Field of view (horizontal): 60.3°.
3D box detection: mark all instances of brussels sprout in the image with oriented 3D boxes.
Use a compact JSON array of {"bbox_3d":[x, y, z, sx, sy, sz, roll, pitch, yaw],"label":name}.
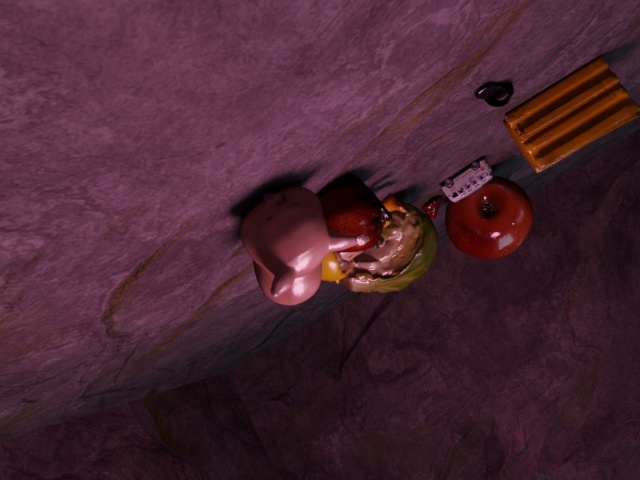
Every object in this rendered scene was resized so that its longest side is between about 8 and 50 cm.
[{"bbox_3d":[0.221,0.038,1.895,0.371,0.276,0.315,-28,164,-3],"label":"brussels sprout"}]

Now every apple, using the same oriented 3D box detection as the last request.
[{"bbox_3d":[0.684,-0.096,2.251,0.348,0.348,0.277,-31,161,7],"label":"apple"}]

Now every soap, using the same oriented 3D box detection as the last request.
[{"bbox_3d":[0.727,-0.360,1.619,0.324,0.204,0.096,-30,170,9],"label":"soap"}]

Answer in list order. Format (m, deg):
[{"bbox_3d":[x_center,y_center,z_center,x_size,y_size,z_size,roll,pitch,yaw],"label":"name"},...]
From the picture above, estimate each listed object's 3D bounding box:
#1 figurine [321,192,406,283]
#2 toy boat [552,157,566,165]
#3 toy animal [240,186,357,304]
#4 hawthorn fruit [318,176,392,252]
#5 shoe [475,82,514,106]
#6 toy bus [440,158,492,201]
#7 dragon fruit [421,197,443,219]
[{"bbox_3d":[0.094,-0.016,1.639,0.344,0.187,0.215,-36,161,9],"label":"figurine"},{"bbox_3d":[1.080,-0.437,2.394,0.282,0.096,0.206,-42,173,2],"label":"toy boat"},{"bbox_3d":[-0.076,0.026,1.299,0.237,0.269,0.326,-32,129,-22],"label":"toy animal"},{"bbox_3d":[0.056,-0.057,1.455,0.251,0.189,0.189,-14,174,23],"label":"hawthorn fruit"},{"bbox_3d":[0.437,-0.354,1.361,0.159,0.053,0.062,-11,155,-47],"label":"shoe"},{"bbox_3d":[0.540,-0.217,2.015,0.194,0.089,0.087,-35,166,19],"label":"toy bus"},{"bbox_3d":[0.444,-0.138,2.230,0.097,0.063,0.131,-69,161,9],"label":"dragon fruit"}]
